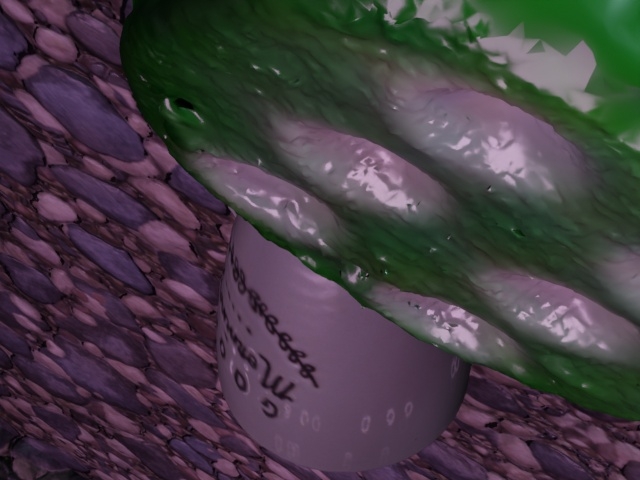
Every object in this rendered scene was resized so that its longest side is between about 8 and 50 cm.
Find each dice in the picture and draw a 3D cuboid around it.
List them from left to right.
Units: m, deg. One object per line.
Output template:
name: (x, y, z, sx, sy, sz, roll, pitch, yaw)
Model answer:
dice: (0.119, -0.114, 0.707, 0.287, 0.300, 0.297, 39, 156, -21)

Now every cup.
cup: (0.000, 0.000, 1.299, 0.258, 0.186, 0.234, 53, 159, 29)
